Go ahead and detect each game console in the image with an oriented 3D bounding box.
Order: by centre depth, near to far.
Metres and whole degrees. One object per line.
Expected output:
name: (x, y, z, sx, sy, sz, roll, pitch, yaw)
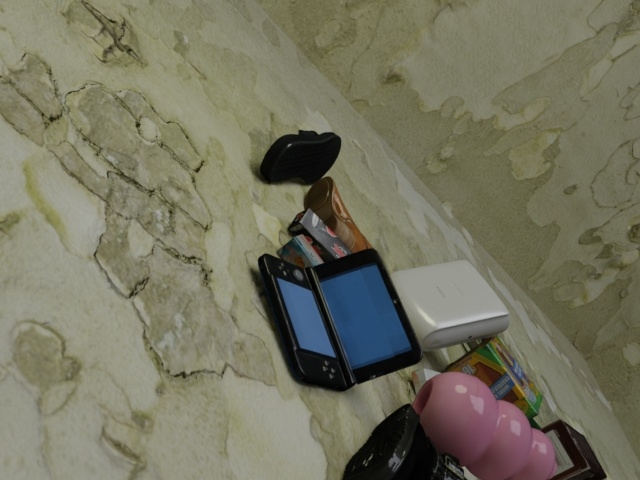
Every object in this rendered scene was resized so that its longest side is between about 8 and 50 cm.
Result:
game console: (0.039, 0.138, 1.410, 0.250, 0.173, 0.293, 27, 34, -51)

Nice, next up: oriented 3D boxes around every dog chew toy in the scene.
dog chew toy: (0.363, 0.429, 1.506, 0.331, 0.207, 0.207, 29, 22, -3)

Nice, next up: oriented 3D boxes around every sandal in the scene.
sandal: (-0.057, -0.256, 1.952, 0.107, 0.168, 0.445, 38, 16, 15)

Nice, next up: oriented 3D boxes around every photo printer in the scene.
photo printer: (0.334, 0.179, 1.920, 0.307, 0.107, 0.256, -8, 43, -23)

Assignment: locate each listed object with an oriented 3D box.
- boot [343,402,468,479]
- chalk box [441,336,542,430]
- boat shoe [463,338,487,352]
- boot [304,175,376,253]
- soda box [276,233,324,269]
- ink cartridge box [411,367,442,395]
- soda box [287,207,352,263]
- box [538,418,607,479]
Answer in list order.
boot: (0.193, 0.462, 1.267, 0.260, 0.131, 0.348, 54, 19, 7)
chalk box: (0.491, 0.436, 1.907, 0.289, 0.180, 0.179, 54, 19, 11)
boat shoe: (0.533, 0.349, 2.283, 0.109, 0.091, 0.305, 35, 26, -40)
boot: (0.071, -0.039, 1.923, 0.220, 0.109, 0.283, 42, 15, -36)
soda box: (-0.018, 0.077, 1.586, 0.183, 0.058, 0.063, 53, 20, 6)
ink cartridge box: (0.294, 0.420, 1.734, 0.145, 0.045, 0.179, 26, 50, -52)
soda box: (0.000, 0.000, 1.738, 0.169, 0.053, 0.060, 46, 52, -19)
box: (0.624, 0.600, 1.833, 0.381, 0.191, 0.143, 35, 26, -56)
